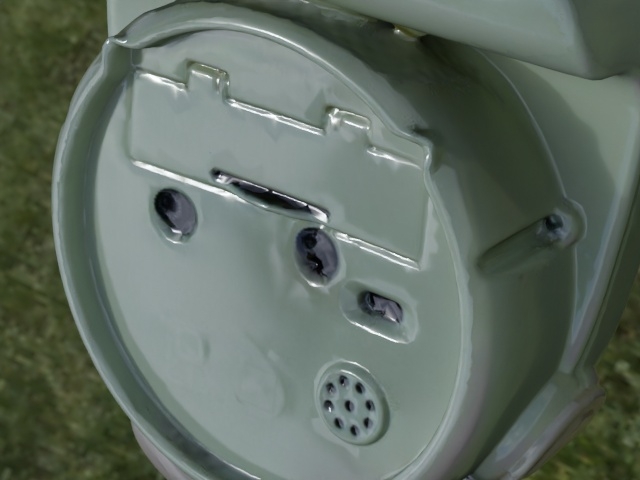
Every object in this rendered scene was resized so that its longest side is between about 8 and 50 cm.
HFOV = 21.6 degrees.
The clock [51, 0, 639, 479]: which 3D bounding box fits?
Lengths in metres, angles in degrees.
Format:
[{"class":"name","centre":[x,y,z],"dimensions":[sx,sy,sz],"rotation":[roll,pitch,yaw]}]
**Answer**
[{"class":"clock","centre":[0.000,0.000,0.403],"dimensions":[0.151,0.062,0.191],"rotation":[20,119,30]}]
